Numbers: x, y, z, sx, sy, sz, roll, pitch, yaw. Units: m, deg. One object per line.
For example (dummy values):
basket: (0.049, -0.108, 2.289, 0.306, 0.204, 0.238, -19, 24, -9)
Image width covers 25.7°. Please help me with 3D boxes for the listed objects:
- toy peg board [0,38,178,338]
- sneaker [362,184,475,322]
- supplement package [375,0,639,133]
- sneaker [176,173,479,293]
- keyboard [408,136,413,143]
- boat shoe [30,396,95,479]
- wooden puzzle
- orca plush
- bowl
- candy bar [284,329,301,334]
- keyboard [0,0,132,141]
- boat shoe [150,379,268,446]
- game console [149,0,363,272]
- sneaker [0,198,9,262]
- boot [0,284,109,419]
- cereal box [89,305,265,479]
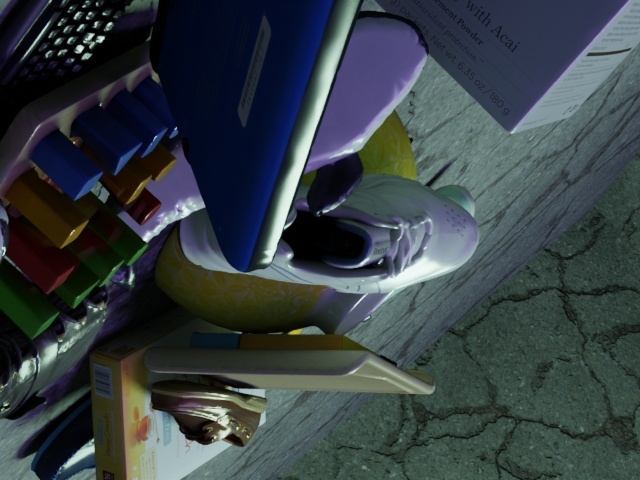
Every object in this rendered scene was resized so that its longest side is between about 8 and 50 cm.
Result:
toy peg board: (-0.144, -0.028, 0.867, 0.160, 0.079, 0.161, -48, 177, 35)
sneaker: (0.109, 0.021, 1.905, 0.256, 0.094, 0.151, -42, 174, 5)
supplement package: (0.207, -0.252, 1.084, 0.293, 0.177, 0.175, -49, 167, 24)
sneaker: (0.029, 0.003, 1.157, 0.297, 0.129, 0.111, 0, 101, -40)
keyboard: (-0.005, 0.008, 1.658, 0.201, 0.033, 0.317, -33, 164, -40)
boat shoe: (-0.192, 0.190, 1.517, 0.258, 0.089, 0.109, -36, 166, -32)
wooden puzzle: (-0.024, 0.119, 1.363, 0.239, 0.221, 0.044, 25, 67, -66)
orca plush: (-0.054, -0.075, 1.036, 0.287, 0.151, 0.102, -48, -161, 5)
bowl: (0.000, 0.000, 1.336, 0.289, 0.156, 0.289, -42, 168, -11)
candy bar: (-0.074, 0.182, 2.061, 0.040, 0.018, 0.161, -26, 159, -46)
keyboard: (-0.156, -0.097, 0.799, 0.180, 0.023, 0.108, -47, 168, 21)
boat shoe: (-0.111, 0.176, 1.405, 0.178, 0.064, 0.060, 24, 77, -61)
game console: (0.017, -0.167, 0.743, 0.173, 0.250, 0.293, -10, 149, -21)
sneaker: (-0.276, 0.041, 0.784, 0.132, 0.086, 0.228, -11, 148, -45)
boot: (-0.244, 0.087, 1.042, 0.229, 0.091, 0.263, -41, 173, -38)
cereal box: (-0.142, 0.156, 1.459, 0.240, 0.047, 0.173, -28, 124, -51)
